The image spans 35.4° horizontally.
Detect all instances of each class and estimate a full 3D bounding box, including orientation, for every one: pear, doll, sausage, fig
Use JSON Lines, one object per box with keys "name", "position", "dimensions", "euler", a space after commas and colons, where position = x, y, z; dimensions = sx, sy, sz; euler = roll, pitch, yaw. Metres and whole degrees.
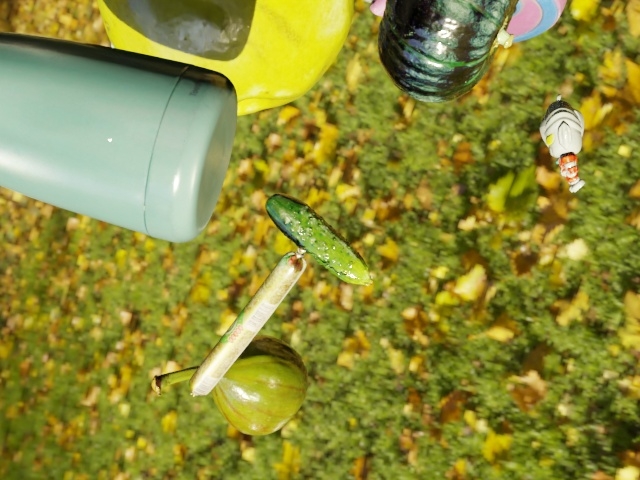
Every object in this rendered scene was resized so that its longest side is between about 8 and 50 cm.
{"name": "pear", "position": [-0.096, -0.272, 0.971], "dimensions": [0.253, 0.253, 0.307], "euler": [-25, 82, 55]}
{"name": "doll", "position": [0.442, -0.175, 1.809], "dimensions": [0.094, 0.079, 0.180], "euler": [-9, -94, -80]}
{"name": "sausage", "position": [-0.092, 0.105, 1.228], "dimensions": [0.269, 0.033, 0.032], "euler": [-52, 34, 27]}
{"name": "fig", "position": [-0.137, 0.196, 1.473], "dimensions": [0.151, 0.259, 0.151], "euler": [-27, 51, 39]}

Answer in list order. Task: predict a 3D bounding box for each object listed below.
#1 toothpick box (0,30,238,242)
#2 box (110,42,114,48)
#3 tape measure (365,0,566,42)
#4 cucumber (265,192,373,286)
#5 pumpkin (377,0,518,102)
{"name": "toothpick box", "position": [-0.158, -0.076, 0.684], "dimensions": [0.120, 0.184, 0.120], "euler": [15, -90, -88]}
{"name": "box", "position": [-0.269, -0.313, 1.556], "dimensions": [0.054, 0.099, 0.074], "euler": [22, 92, 25]}
{"name": "tape measure", "position": [0.201, -0.358, 1.308], "dimensions": [0.231, 0.245, 0.149], "euler": [155, 126, -64]}
{"name": "cucumber", "position": [0.000, 0.000, 1.684], "dimensions": [0.069, 0.227, 0.069], "euler": [-48, -8, -9]}
{"name": "pumpkin", "position": [0.145, -0.245, 1.084], "dimensions": [0.202, 0.140, 0.201], "euler": [24, -90, -80]}
